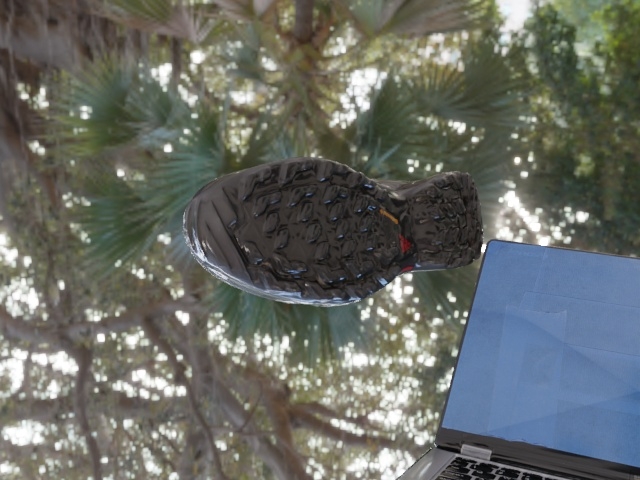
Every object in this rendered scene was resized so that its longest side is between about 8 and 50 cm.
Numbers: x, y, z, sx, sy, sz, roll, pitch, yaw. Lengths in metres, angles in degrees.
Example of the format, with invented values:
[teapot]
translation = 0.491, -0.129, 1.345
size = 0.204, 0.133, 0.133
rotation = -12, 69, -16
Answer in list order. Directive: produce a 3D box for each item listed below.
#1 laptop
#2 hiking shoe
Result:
[laptop]
translation = 0.283, 0.128, 0.698
size = 0.382, 0.236, 0.408
rotation = 7, 180, 21
[hiking shoe]
translation = 0.000, 0.000, 0.513
size = 0.227, 0.086, 0.114
rotation = 0, 172, -43
